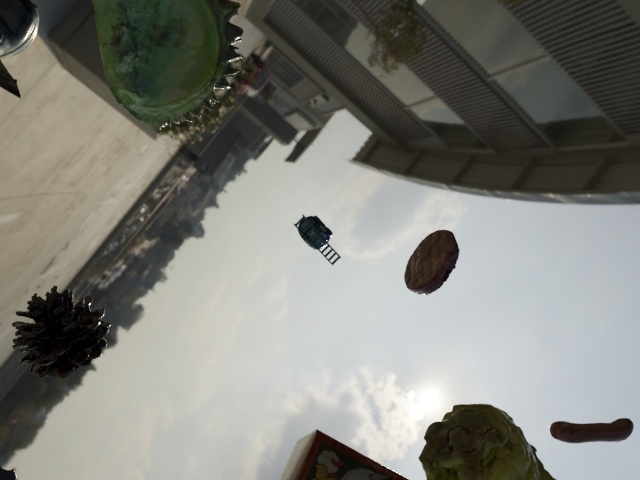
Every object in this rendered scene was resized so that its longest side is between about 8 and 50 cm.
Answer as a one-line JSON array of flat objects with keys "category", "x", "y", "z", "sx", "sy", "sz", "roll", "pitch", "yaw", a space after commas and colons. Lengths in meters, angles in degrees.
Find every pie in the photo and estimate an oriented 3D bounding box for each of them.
[{"category": "pie", "x": 0.277, "y": 0.053, "z": 1.405, "sx": 0.182, "sy": 0.050, "sz": 0.182, "roll": -51, "pitch": -161, "yaw": 25}]

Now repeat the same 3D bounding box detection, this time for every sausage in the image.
[{"category": "sausage", "x": 0.505, "y": 0.351, "z": 1.031, "sx": 0.043, "sy": 0.186, "sz": 0.043, "roll": -175, "pitch": -90, "yaw": -70}]

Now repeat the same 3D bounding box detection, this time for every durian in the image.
[{"category": "durian", "x": -0.218, "y": -0.339, "z": 0.752, "sx": 0.198, "sy": 0.394, "sz": 0.163, "roll": -14, "pitch": -133, "yaw": -8}]

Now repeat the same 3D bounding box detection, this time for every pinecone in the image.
[{"category": "pinecone", "x": -0.388, "y": 0.132, "z": 0.835, "sx": 0.140, "sy": 0.120, "sz": 0.140, "roll": -15, "pitch": -152, "yaw": 8}]

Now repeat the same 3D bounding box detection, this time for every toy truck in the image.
[{"category": "toy truck", "x": 0.000, "y": 0.000, "z": 1.276, "sx": 0.063, "sy": 0.136, "sz": 0.074, "roll": -46, "pitch": 167, "yaw": 9}]

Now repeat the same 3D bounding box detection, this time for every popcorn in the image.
[{"category": "popcorn", "x": 0.374, "y": 0.523, "z": 1.298, "sx": 0.293, "sy": 0.237, "sz": 0.293, "roll": -21, "pitch": -142, "yaw": 17}]

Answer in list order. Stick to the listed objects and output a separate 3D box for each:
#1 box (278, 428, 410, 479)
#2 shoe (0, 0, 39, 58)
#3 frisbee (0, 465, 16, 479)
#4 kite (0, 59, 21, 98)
[{"category": "box", "x": 0.029, "y": 0.372, "z": 0.714, "sx": 0.177, "sy": 0.195, "sz": 0.148, "roll": -61, "pitch": 180, "yaw": -29}, {"category": "shoe", "x": -0.524, "y": -0.289, "z": 0.824, "sx": 0.228, "sy": 0.099, "sz": 0.112, "roll": -23, "pitch": -147, "yaw": 14}, {"category": "frisbee", "x": -0.669, "y": 0.393, "z": 1.018, "sx": 0.012, "sy": 0.211, "sz": 0.187, "roll": -17, "pitch": 178, "yaw": 35}, {"category": "kite", "x": -0.698, "y": -0.435, "z": 1.119, "sx": 0.314, "sy": 0.335, "sz": 0.011, "roll": -2, "pitch": -139, "yaw": 18}]
